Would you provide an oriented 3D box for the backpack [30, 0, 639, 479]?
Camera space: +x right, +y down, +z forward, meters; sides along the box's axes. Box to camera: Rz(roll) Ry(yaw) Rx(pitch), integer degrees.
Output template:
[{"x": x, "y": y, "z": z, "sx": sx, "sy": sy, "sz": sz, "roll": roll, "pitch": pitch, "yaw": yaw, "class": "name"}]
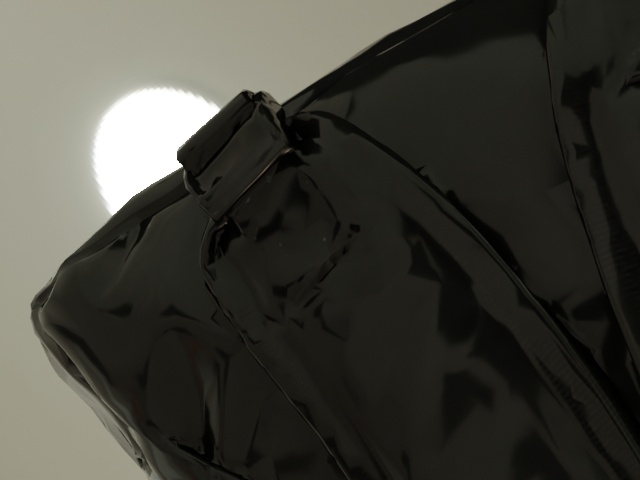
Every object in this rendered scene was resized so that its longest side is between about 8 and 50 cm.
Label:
[{"x": 0.135, "y": 0.111, "z": 0.443, "sx": 0.290, "sy": 0.273, "sz": 0.355, "roll": -34, "pitch": -120, "yaw": 10, "class": "backpack"}]
